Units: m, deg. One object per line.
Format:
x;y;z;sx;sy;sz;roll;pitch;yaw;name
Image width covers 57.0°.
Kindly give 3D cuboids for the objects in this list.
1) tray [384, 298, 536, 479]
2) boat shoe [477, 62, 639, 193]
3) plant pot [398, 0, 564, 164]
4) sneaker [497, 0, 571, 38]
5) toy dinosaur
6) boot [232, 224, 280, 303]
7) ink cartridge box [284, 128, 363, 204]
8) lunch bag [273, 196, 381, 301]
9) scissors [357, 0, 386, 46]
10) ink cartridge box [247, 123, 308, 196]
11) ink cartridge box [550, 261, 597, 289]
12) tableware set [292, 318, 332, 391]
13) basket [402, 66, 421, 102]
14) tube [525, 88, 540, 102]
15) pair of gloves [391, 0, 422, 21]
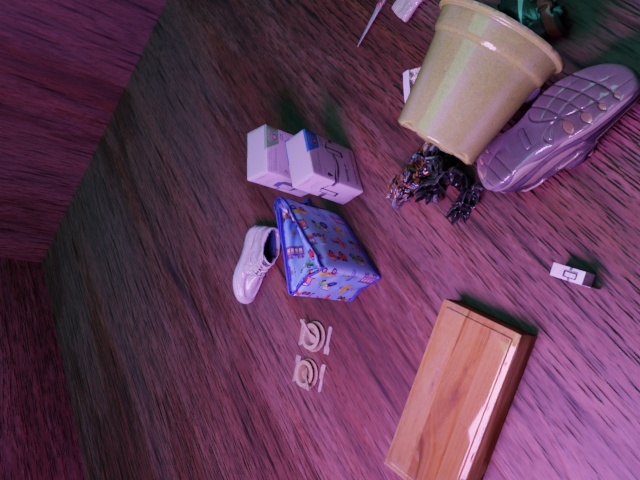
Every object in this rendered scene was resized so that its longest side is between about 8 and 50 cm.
0.294;0.355;1.284;0.203;0.076;0.410;25;100;47;tray
0.480;-0.215;1.181;0.355;0.130;0.132;-37;52;43;boat shoe
0.296;-0.304;1.192;0.276;0.276;0.253;43;107;44;plant pot
0.450;-0.553;1.309;0.135;0.098;0.276;-22;66;35;sneaker
0.276;-0.175;1.385;0.322;0.164;0.218;115;158;-44;toy dinosaur
-0.199;0.076;1.861;0.123;0.095;0.258;1;81;54;boot
0.011;-0.200;1.626;0.086;0.203;0.148;-32;59;36;ink cartridge box
0.000;0.000;1.574;0.138;0.221;0.293;-41;53;33;lunch bag
0.187;-0.695;1.687;0.109;0.021;0.297;28;100;45;scissors
-0.110;-0.234;1.757;0.093;0.212;0.154;-18;67;40;ink cartridge box
0.499;0.070;1.148;0.083;0.048;0.028;22;97;46;ink cartridge box
-0.036;0.325;1.671;0.128;0.039;0.194;7;86;48;tableware set
0.284;-0.339;1.397;0.103;0.167;0.113;-15;71;38;basket
0.428;-0.417;1.342;0.062;0.070;0.240;97;162;-56;tube
0.240;-0.746;1.608;0.204;0.042;0.240;-40;60;30;pair of gloves
